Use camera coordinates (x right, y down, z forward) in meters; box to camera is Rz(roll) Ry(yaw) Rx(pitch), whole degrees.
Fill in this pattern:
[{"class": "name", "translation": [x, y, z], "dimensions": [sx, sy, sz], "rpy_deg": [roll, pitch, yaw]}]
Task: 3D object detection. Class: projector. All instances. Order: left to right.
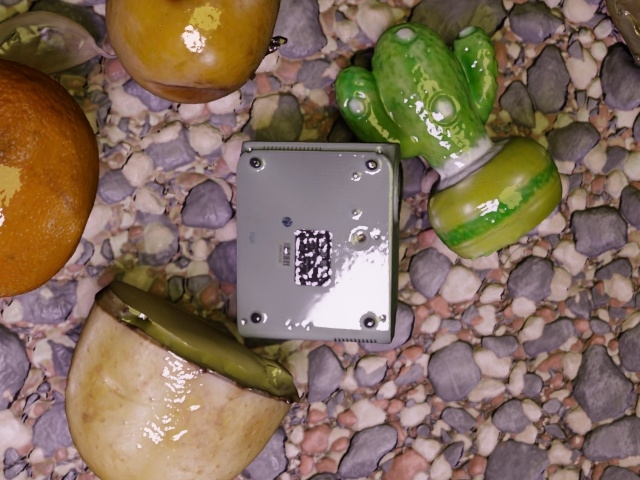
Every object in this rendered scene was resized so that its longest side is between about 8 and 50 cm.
[{"class": "projector", "translation": [0.000, 0.000, 1.217], "dimensions": [0.198, 0.108, 0.250], "rpy_deg": [2, 96, 9]}]

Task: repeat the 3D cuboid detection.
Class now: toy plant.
[{"class": "toy plant", "translation": [0.176, -0.148, 1.291], "dimensions": [0.224, 0.184, 0.316], "rpy_deg": [-37, 99, -4]}]

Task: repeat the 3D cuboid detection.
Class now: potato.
[{"class": "potato", "translation": [-0.184, 0.203, 1.163], "dimensions": [0.285, 0.242, 0.242], "rpy_deg": [32, 84, -41]}]

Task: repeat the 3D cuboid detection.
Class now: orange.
[{"class": "orange", "translation": [-0.356, -0.063, 1.038], "dimensions": [0.264, 0.264, 0.264], "rpy_deg": [-3, 98, -22]}]

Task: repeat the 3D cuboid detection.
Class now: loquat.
[{"class": "loquat", "translation": [-0.144, -0.251, 1.116], "dimensions": [0.213, 0.213, 0.213], "rpy_deg": [-3, 98, -22]}]

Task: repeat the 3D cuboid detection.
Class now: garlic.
[{"class": "garlic", "translation": [-0.327, -0.230, 1.131], "dimensions": [0.152, 0.066, 0.084], "rpy_deg": [-26, 133, -13]}]

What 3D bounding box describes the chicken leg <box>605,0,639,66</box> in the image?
[{"class": "chicken leg", "translation": [0.426, -0.406, 1.371], "dimensions": [0.429, 0.201, 0.152], "rpy_deg": [35, 54, -16]}]
